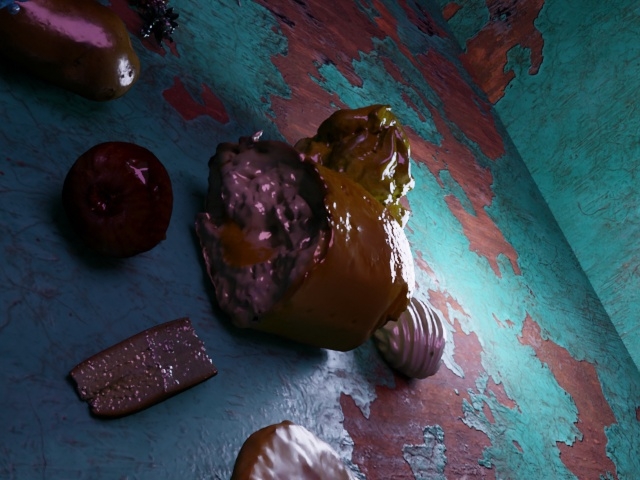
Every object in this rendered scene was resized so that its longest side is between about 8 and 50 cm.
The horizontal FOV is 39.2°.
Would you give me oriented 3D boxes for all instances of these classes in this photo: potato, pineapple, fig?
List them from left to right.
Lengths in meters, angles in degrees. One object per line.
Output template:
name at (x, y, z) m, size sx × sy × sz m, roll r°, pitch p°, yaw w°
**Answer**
potato at (-0.458, -0.358, 1.477) m, size 0.369 × 0.176 × 0.196 m, roll 27°, pitch 61°, yaw -31°
fig at (-0.297, -0.067, 1.376) m, size 0.175 × 0.175 × 0.207 m, roll 50°, pitch 13°, yaw -2°
pineapple at (-0.350, -0.506, 1.877) m, size 0.083 × 0.103 × 0.221 m, roll -6°, pitch 55°, yaw -19°

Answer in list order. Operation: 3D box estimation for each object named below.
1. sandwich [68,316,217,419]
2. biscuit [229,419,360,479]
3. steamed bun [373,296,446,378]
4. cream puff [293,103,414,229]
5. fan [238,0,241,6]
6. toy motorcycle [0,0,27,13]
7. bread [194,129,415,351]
sandwich at (-0.221, 0.174, 1.254) m, size 0.258 × 0.096 × 0.094 m, roll -15°, pitch 74°, yaw -58°
biscuit at (-0.009, 0.452, 1.163) m, size 0.429 × 0.104 × 0.446 m, roll 53°, pitch 22°, yaw -26°
steamed bun at (0.188, 0.189, 1.829) m, size 0.183 × 0.106 × 0.183 m, roll 38°, pitch 29°, yaw -25°
cream puff at (0.093, -0.138, 1.929) m, size 0.291 × 0.257 × 0.324 m, roll 39°, pitch 29°, yaw -14°
fan at (-0.220, -0.650, 2.340) m, size 0.085 × 0.005 × 0.133 m, roll 25°, pitch 36°, yaw -41°
toy motorcycle at (-0.488, -0.439, 1.307) m, size 0.182 × 0.123 × 0.272 m, roll 30°, pitch 19°, yaw -54°
bread at (0.000, 0.000, 1.618) m, size 0.394 × 0.250 × 0.361 m, roll 22°, pitch 40°, yaw -45°
